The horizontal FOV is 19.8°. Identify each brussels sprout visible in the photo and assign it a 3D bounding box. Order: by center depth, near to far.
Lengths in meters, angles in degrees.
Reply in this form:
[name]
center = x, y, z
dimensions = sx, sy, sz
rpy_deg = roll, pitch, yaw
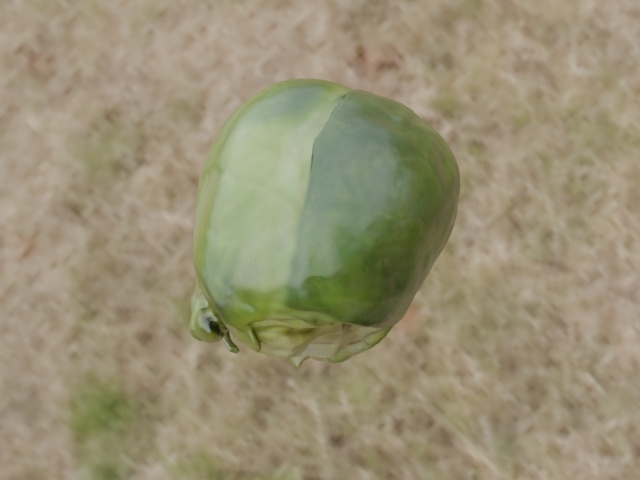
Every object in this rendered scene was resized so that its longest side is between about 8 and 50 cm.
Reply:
[brussels sprout]
center = 0.001, -0.008, 0.930
dimensions = 0.183, 0.131, 0.145
rpy_deg = 112, 168, -84
